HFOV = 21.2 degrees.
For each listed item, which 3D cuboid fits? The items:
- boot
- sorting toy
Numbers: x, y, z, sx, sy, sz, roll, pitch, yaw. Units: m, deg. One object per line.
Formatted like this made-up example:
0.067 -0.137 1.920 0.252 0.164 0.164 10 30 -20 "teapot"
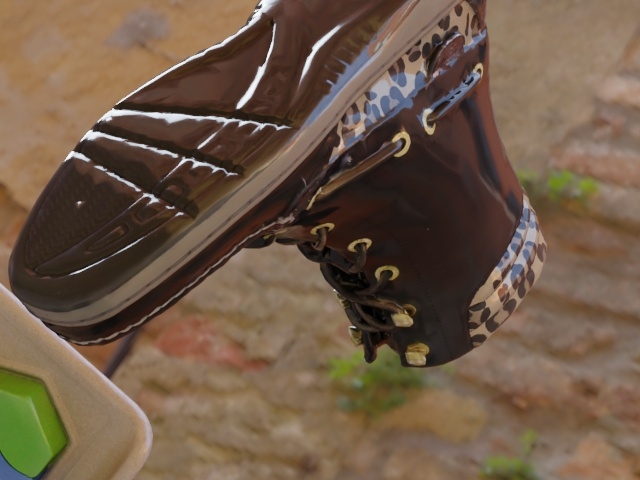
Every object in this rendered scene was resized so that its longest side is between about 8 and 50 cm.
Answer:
0.002 0.000 0.672 0.085 0.236 0.179 20 -36 40 "boot"
-0.206 0.093 0.861 0.208 0.038 0.193 43 -61 7 "sorting toy"
